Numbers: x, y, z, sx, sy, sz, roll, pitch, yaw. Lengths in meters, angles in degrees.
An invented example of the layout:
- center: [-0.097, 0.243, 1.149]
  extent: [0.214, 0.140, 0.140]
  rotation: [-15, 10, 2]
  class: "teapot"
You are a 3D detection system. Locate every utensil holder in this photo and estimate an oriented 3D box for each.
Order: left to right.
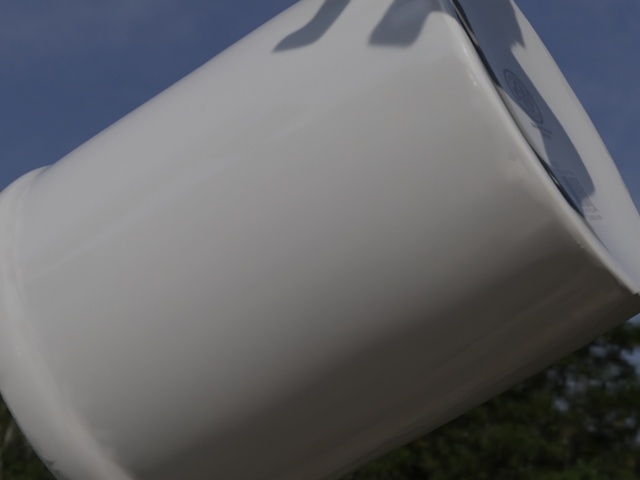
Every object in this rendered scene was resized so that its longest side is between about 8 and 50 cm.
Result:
- center: [0.000, 0.000, 0.959]
  extent: [0.385, 0.327, 0.327]
  rotation: [-32, -44, 20]
  class: "utensil holder"
